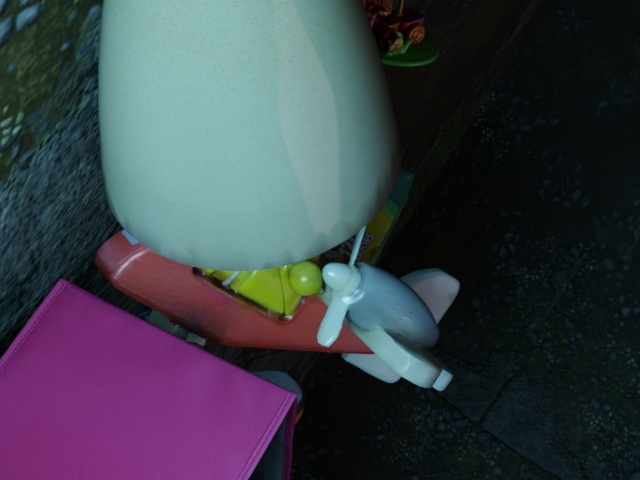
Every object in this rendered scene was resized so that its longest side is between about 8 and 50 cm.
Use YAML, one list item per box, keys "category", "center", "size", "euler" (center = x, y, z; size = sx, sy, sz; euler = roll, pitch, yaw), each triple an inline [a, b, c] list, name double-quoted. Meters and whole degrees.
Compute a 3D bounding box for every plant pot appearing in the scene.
- category: "plant pot"
  center: [-0.067, -0.159, 1.010]
  size: [0.256, 0.256, 0.274]
  euler: [-50, 152, -31]

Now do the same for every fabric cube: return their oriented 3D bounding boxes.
- category: "fabric cube"
  center: [-0.196, 0.243, 1.249]
  size: [0.254, 0.258, 0.259]
  euler: [-60, 167, -30]

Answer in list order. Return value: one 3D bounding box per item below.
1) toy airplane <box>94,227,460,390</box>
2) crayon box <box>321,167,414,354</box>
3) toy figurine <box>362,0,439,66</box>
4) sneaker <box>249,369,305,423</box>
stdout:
- category: "toy airplane"
  center: [-0.004, 0.029, 1.441]
  size: [0.384, 0.386, 0.272]
  euler: [-26, 132, -67]
- category: "crayon box"
  center: [0.000, 0.000, 1.833]
  size: [0.081, 0.165, 0.278]
  euler: [98, 18, -68]
- category: "toy figurine"
  center: [0.085, -0.312, 1.618]
  size: [0.173, 0.130, 0.159]
  euler: [-16, 131, -37]
- category: "sneaker"
  center: [-0.134, 0.292, 1.510]
  size: [0.321, 0.124, 0.180]
  euler: [-34, 126, -3]
